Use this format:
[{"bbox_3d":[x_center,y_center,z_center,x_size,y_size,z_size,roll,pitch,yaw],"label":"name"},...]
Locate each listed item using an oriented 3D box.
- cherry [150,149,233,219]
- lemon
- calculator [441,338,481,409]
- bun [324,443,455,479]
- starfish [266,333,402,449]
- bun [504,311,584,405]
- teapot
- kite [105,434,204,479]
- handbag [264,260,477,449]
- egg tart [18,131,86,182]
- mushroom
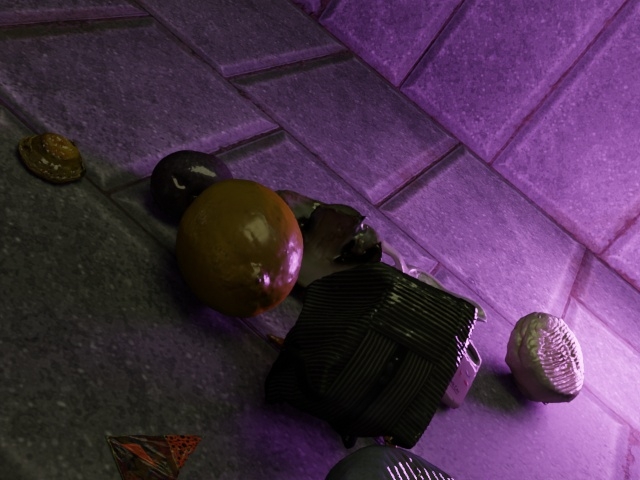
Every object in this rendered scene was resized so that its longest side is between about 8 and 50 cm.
[{"bbox_3d":[-0.248,-0.110,1.680,0.176,0.140,0.176,19,22,-8],"label":"cherry"},{"bbox_3d":[-0.144,0.012,1.520,0.236,0.236,0.263,36,33,-4],"label":"lemon"},{"bbox_3d":[0.282,0.266,1.766,0.100,0.032,0.175,55,47,-20],"label":"calculator"},{"bbox_3d":[0.127,0.450,1.161,0.362,0.211,0.362,44,17,-17],"label":"bun"},{"bbox_3d":[0.042,0.222,1.569,0.293,0.084,0.301,33,34,-10],"label":"starfish"},{"bbox_3d":[0.508,0.280,1.986,0.220,0.134,0.221,17,62,-34],"label":"bun"},{"bbox_3d":[0.204,0.123,1.853,0.299,0.166,0.208,40,37,-17],"label":"teapot"},{"bbox_3d":[-0.247,0.305,1.183,0.125,0.008,0.222,33,27,-4],"label":"kite"},{"bbox_3d":[0.065,0.188,1.344,0.247,0.340,0.240,28,69,-13],"label":"handbag"},{"bbox_3d":[-0.490,-0.160,1.566,0.130,0.052,0.130,26,30,-16],"label":"egg tart"},{"bbox_3d":[0.001,0.008,1.759,0.266,0.190,0.164,15,11,8],"label":"mushroom"}]
